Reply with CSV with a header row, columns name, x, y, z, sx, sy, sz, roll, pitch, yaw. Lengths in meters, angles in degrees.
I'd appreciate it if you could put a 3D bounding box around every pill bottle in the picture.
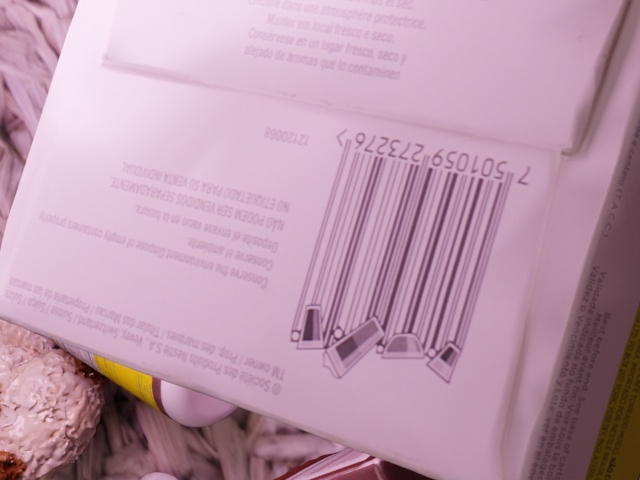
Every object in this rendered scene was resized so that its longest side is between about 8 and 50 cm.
name,x,y,z,sx,sy,sz,roll,pitch,yaw
pill bottle,-0.152,0.059,1.321,0.215,0.117,0.117,28,121,34

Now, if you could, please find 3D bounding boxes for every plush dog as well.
name,x,y,z,sx,sy,sz,roll,pitch,yaw
plush dog,-0.285,0.163,1.437,0.210,0.262,0.225,47,151,-24

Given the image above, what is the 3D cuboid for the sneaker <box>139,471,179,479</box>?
name,x,y,z,sx,sy,sz,roll,pitch,yaw
sneaker,-0.135,0.326,1.397,0.090,0.115,0.232,-38,78,43

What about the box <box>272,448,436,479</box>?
name,x,y,z,sx,sy,sz,roll,pitch,yaw
box,0.095,0.331,1.174,0.191,0.143,0.381,-28,87,44

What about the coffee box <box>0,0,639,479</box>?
name,x,y,z,sx,sy,sz,roll,pitch,yaw
coffee box,0.097,-0.058,0.834,0.338,0.334,0.338,16,89,39
